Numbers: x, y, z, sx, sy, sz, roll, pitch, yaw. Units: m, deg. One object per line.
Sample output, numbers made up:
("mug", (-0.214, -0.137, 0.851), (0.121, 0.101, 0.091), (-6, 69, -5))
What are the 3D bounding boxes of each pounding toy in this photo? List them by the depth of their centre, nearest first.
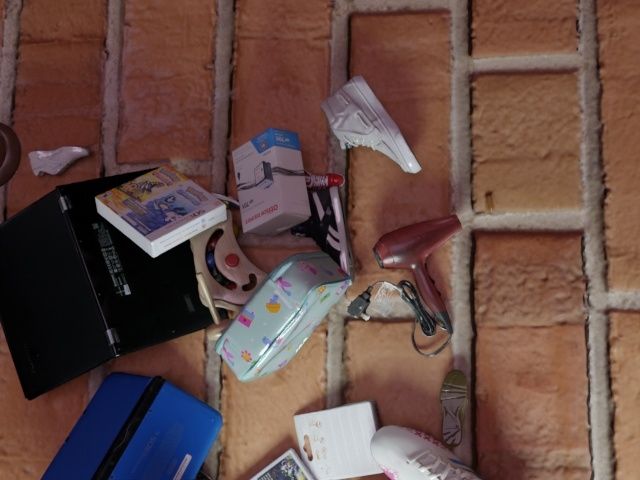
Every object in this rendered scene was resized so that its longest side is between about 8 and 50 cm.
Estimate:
("pounding toy", (-0.182, 0.062, 1.548), (0.154, 0.155, 0.269), (-10, 74, -10))

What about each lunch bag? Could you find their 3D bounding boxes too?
("lunch bag", (-0.072, 0.149, 1.482), (0.108, 0.224, 0.279), (44, 109, 14))

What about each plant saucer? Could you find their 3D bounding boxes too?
("plant saucer", (-0.787, -0.202, 1.753), (0.168, 0.029, 0.168), (-1, 82, 7))

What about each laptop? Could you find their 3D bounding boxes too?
("laptop", (-0.481, 0.085, 1.636), (0.408, 0.236, 0.382), (-16, 78, -32))

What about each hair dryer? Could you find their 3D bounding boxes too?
("hair dryer", (0.205, 0.072, 1.557), (0.223, 0.080, 0.293), (26, 92, -5))

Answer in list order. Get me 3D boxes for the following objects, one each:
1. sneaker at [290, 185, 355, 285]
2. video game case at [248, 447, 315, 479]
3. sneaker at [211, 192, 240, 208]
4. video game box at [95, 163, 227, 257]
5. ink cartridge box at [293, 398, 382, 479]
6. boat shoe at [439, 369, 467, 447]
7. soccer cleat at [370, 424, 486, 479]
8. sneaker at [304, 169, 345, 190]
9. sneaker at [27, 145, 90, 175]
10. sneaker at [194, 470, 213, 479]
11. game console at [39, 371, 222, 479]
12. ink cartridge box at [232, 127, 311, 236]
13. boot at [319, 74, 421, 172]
("sneaker", (0.000, 0.000, 1.588), (0.121, 0.079, 0.217), (-12, 74, 12))
("video game case", (-0.072, 0.556, 1.538), (0.173, 0.022, 0.190), (-38, 78, 6))
("sneaker", (-0.206, -0.080, 1.651), (0.083, 0.031, 0.035), (20, 99, 15))
("video game box", (-0.330, -0.067, 1.548), (0.205, 0.048, 0.187), (33, 46, 32))
("ink cartridge box", (0.044, 0.416, 1.545), (0.179, 0.045, 0.145), (-16, 80, 24))
("boat shoe", (0.271, 0.340, 1.515), (0.056, 0.048, 0.153), (-1, 76, 13))
("soccer cleat", (0.250, 0.459, 1.427), (0.331, 0.143, 0.116), (34, 72, 4))
("sneaker", (-0.009, -0.130, 1.605), (0.118, 0.067, 0.042), (-4, 82, 8))
("sneaker", (-0.594, -0.183, 1.713), (0.152, 0.054, 0.061), (-8, 90, 13))
("sneaker", (-0.356, 0.546, 1.556), (0.292, 0.110, 0.118), (-5, 105, 3))
("game console", (-0.387, 0.436, 1.531), (0.250, 0.173, 0.293), (34, 59, -11))
("ink cartridge box", (-0.104, -0.120, 1.573), (0.139, 0.082, 0.191), (-25, 67, 42))
("boot", (0.102, -0.223, 1.599), (0.123, 0.095, 0.258), (-35, 70, 9))
